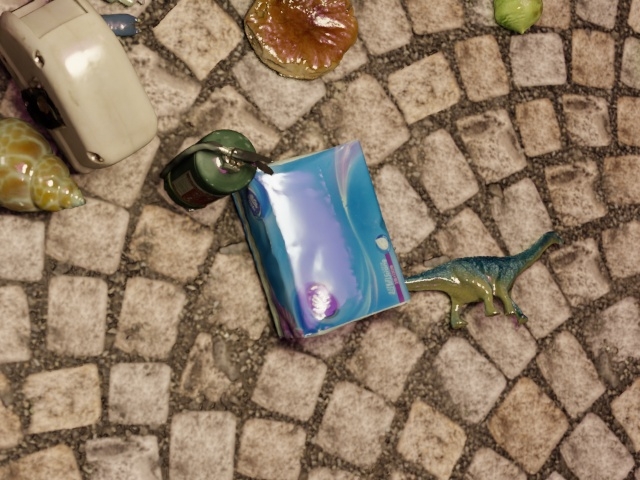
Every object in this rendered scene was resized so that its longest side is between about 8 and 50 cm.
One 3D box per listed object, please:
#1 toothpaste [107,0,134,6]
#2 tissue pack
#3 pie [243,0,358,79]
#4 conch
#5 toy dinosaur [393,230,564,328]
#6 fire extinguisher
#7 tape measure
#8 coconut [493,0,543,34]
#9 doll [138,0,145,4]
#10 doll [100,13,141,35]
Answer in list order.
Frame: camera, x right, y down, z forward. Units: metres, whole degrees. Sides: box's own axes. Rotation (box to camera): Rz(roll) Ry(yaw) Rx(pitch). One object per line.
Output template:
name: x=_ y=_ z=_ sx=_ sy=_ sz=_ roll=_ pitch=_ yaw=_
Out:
toothpaste: x=-0.364 y=-0.410 z=1.566 sx=0.197 sy=0.035 sz=0.057 roll=32 pitch=69 yaw=-12
tissue pack: x=0.000 y=0.000 z=1.606 sx=0.198 sy=0.146 sz=0.264 roll=-18 pitch=91 yaw=-20
pie: x=-0.025 y=-0.351 z=1.686 sx=0.195 sy=0.046 sz=0.195 roll=2 pitch=84 yaw=-22
conch: x=-0.422 y=-0.104 z=1.479 sx=0.116 sy=0.106 sz=0.173 roll=-10 pitch=73 yaw=-40
toy dinosaur: x=0.262 y=0.072 z=1.740 sx=0.362 sy=0.076 sz=0.147 roll=-8 pitch=67 yaw=-16
fire extinguisher: x=-0.150 y=-0.102 z=1.478 sx=0.118 sy=0.294 sz=0.093 roll=22 pitch=78 yaw=-17
tape measure: x=-0.347 y=-0.223 z=1.447 sx=0.130 sy=0.265 sz=0.258 roll=-33 pitch=104 yaw=-19
coconut: x=0.343 y=-0.404 z=1.817 sx=0.087 sy=0.088 sz=0.096 roll=-8 pitch=82 yaw=-22
doll: x=-0.253 y=-0.416 z=1.609 sx=0.057 sy=0.039 sz=0.114 roll=35 pitch=79 yaw=29
doll: x=-0.331 y=-0.324 z=1.576 sx=0.125 sy=0.027 sz=0.037 roll=-5 pitch=87 yaw=-25
